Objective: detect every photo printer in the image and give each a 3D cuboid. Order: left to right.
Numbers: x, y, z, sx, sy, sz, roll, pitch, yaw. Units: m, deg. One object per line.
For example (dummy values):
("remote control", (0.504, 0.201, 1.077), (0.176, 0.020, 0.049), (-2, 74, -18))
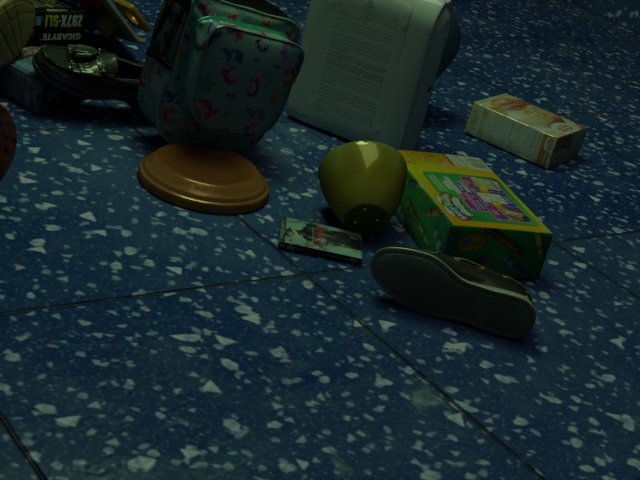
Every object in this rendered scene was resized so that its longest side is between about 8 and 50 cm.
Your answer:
("photo printer", (0.086, -0.328, 2.061), (0.256, 0.307, 0.107), (22, 26, 19))

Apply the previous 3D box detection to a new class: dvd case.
("dvd case", (0.000, 0.000, 1.669), (0.119, 0.013, 0.087), (11, 25, -4))

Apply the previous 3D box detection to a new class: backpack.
("backpack", (-0.160, -0.257, 1.845), (0.225, 0.253, 0.191), (10, 27, -37))

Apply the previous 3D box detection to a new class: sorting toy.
("sorting toy", (-0.430, -0.437, 2.198), (0.196, 0.047, 0.348), (49, -14, -31))

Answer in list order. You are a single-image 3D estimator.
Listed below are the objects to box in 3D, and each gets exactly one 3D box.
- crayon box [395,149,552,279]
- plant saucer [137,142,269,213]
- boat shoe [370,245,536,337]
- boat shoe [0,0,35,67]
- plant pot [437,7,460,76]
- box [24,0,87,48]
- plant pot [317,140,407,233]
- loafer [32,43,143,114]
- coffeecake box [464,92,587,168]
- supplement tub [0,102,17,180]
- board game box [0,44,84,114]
("crayon box", (0.215, -0.045, 1.797), (0.165, 0.081, 0.278), (4, 26, -20))
("plant saucer", (-0.172, -0.099, 1.759), (0.200, 0.037, 0.200), (12, 25, -6))
("boat shoe", (0.175, 0.061, 1.560), (0.228, 0.081, 0.068), (23, 22, 1))
("boat shoe", (-0.550, -0.299, 1.831), (0.092, 0.103, 0.285), (14, 51, 19))
("plant pot", (0.096, -0.367, 2.242), (0.290, 0.290, 0.195), (22, 54, 16))
("box", (-0.624, -0.427, 2.140), (0.322, 0.079, 0.257), (27, 27, 33))
("plant pot", (0.064, -0.067, 1.733), (0.134, 0.134, 0.095), (8, 49, -12))
("loafer", (-0.330, -0.274, 1.904), (0.268, 0.084, 0.096), (16, 41, -36))
("coffeecake box", (0.398, -0.214, 2.272), (0.185, 0.068, 0.142), (28, 27, 27))
("supplement tub", (-0.551, -0.174, 1.526), (0.316, 0.193, 0.194), (29, 28, 30))
("board game box", (-0.485, -0.286, 1.961), (0.194, 0.060, 0.194), (23, 26, 16))
